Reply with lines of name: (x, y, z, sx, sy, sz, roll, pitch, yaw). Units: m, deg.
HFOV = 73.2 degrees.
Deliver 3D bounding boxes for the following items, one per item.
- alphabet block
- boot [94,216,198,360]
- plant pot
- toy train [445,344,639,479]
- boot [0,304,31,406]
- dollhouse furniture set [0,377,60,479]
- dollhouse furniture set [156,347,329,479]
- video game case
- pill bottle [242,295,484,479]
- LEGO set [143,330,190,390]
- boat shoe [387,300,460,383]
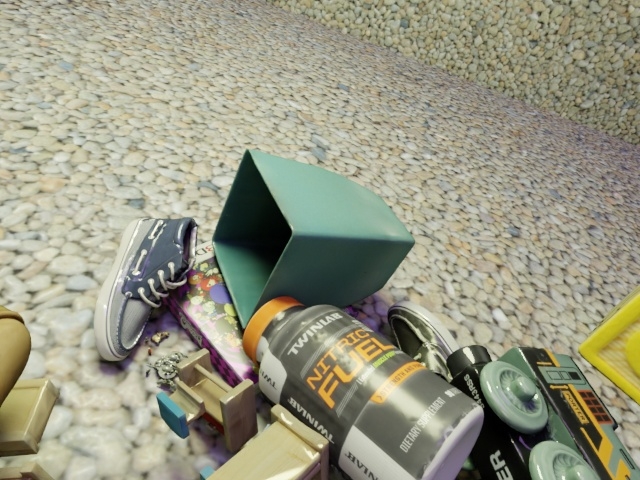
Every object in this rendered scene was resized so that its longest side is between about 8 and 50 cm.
alphabet block: (0.608, 0.165, 0.728, 0.197, 0.192, 0.193, -18, 51, -40)
boot: (-0.209, 0.051, 0.534, 0.086, 0.069, 0.189, -5, 63, 12)
plant pot: (0.000, 0.000, 0.605, 0.235, 0.165, 0.165, 2, 42, -36)
toy train: (0.247, 0.254, 0.427, 0.191, 0.142, 0.333, 9, 40, -25)
boot: (-0.160, 0.172, 0.256, 0.270, 0.089, 0.236, 26, 29, -4)
dollhouse furniture set: (-0.196, 0.218, 0.352, 0.161, 0.101, 0.181, -1, 42, -5)
dollhouse furniture set: (-0.102, 0.224, 0.413, 0.184, 0.128, 0.129, 21, 33, 37)
video game case: (-0.095, 0.082, 0.622, 0.210, 0.041, 0.232, -26, 58, -41)
pill bottle: (0.025, 0.152, 0.446, 0.246, 0.130, 0.131, 29, 37, 36)
LEGO set: (-0.189, 0.142, 0.524, 0.083, 0.023, 0.054, 39, 42, 21)
boat shoe: (0.156, 0.177, 0.598, 0.070, 0.077, 0.219, -13, 52, -36)
